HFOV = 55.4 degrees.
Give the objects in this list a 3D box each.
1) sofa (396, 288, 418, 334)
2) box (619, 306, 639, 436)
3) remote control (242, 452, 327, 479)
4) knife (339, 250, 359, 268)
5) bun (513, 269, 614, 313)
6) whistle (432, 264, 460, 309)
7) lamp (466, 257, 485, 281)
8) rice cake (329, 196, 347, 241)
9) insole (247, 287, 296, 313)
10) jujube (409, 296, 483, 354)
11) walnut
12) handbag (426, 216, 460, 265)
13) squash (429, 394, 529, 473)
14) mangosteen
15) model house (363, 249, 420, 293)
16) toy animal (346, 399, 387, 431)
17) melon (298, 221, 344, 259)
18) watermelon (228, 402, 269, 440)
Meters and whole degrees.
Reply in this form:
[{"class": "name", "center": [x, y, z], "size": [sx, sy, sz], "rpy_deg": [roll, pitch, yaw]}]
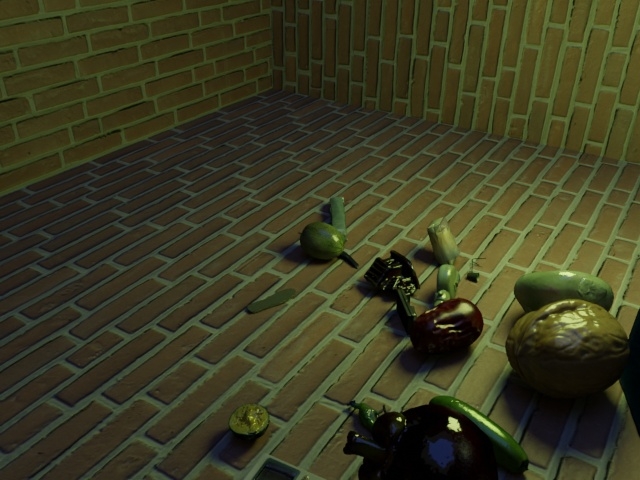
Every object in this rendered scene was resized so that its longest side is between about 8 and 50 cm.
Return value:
[{"class": "sofa", "center": [0.291, 0.227, 1.966], "size": [0.060, 0.085, 0.147], "rpy_deg": [-6, 30, -5]}, {"class": "box", "center": [0.896, 0.338, 1.599], "size": [0.116, 0.279, 0.261], "rpy_deg": [6, 31, 6]}, {"class": "remote control", "center": [-0.039, 0.580, 1.385], "size": [0.277, 0.056, 0.103], "rpy_deg": [16, 33, 23]}, {"class": "knife", "center": [0.107, 0.072, 2.292], "size": [0.031, 0.018, 0.121], "rpy_deg": [-10, 32, -31]}, {"class": "bun", "center": [0.748, 0.207, 1.892], "size": [0.293, 0.293, 0.187], "rpy_deg": [6, 72, 8]}, {"class": "whistle", "center": [0.416, 0.176, 2.035], "size": [0.067, 0.126, 0.258], "rpy_deg": [1, 41, 28]}, {"class": "lamp", "center": [0.563, 0.106, 2.230], "size": [0.054, 0.041, 0.121], "rpy_deg": [7, 33, 28]}, {"class": "rice cake", "center": [0.073, -0.097, 2.536], "size": [0.066, 0.063, 0.336], "rpy_deg": [-3, 31, 2]}, {"class": "insole", "center": [-0.161, 0.204, 2.067], "size": [0.192, 0.010, 0.063], "rpy_deg": [-21, 36, -31]}, {"class": "jujube", "center": [0.380, 0.262, 1.841], "size": [0.230, 0.155, 0.155], "rpy_deg": [-13, 33, -23]}, {"class": "walnut", "center": [0.676, 0.301, 1.683], "size": [0.313, 0.252, 0.277], "rpy_deg": [-7, 33, -13]}, {"class": "handbag", "center": [0.455, 0.010, 2.276], "size": [0.095, 0.173, 0.117], "rpy_deg": [-19, 10, 28]}, {"class": "squash", "center": [0.397, 0.477, 1.544], "size": [0.082, 0.082, 0.292], "rpy_deg": [-24, 39, -36]}, {"class": "mangosteen", "center": [0.231, 0.486, 1.308], "size": [0.297, 0.293, 0.297], "rpy_deg": [-28, 10, 6]}, {"class": "model house", "center": [0.243, 0.126, 2.115], "size": [0.152, 0.106, 0.165], "rpy_deg": [-15, 30, -29]}, {"class": "toy animal", "center": [0.155, 0.472, 1.582], "size": [0.075, 0.041, 0.217], "rpy_deg": [-33, 42, -16]}, {"class": "melon", "center": [0.000, 0.000, 2.294], "size": [0.192, 0.139, 0.139], "rpy_deg": [19, 35, 23]}, {"class": "watermelon", "center": [-0.179, 0.471, 1.560], "size": [0.105, 0.062, 0.105], "rpy_deg": [-5, 34, 3]}]
